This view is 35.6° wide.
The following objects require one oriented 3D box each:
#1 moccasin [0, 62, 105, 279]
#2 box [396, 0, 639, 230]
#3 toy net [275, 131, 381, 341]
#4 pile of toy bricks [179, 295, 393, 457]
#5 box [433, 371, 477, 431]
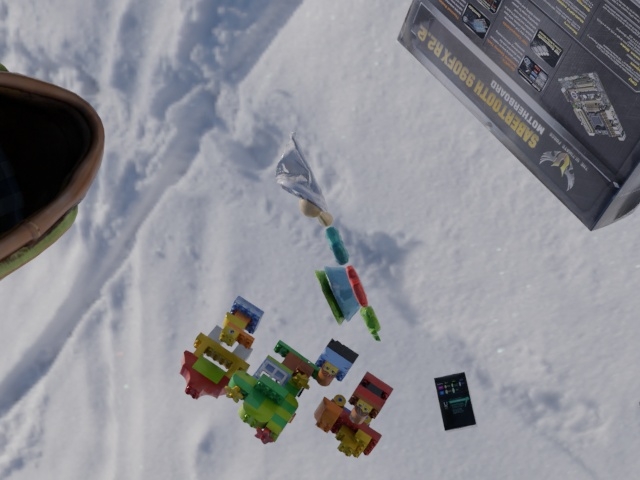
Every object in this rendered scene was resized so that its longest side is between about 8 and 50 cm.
[{"bbox_3d":[-0.222,0.017,0.285,0.147,0.380,0.139,-21,88,40],"label":"moccasin"},{"bbox_3d":[0.171,-0.150,0.708,0.231,0.056,0.183,50,142,26],"label":"box"},{"bbox_3d":[0.000,0.000,1.041,0.122,0.045,0.232,-110,-3,-63],"label":"toy net"},{"bbox_3d":[-0.041,0.152,0.970,0.212,0.105,0.118,32,137,6],"label":"pile of toy bricks"},{"bbox_3d":[0.211,0.253,1.557,0.052,0.062,0.083,-13,74,7],"label":"box"}]
